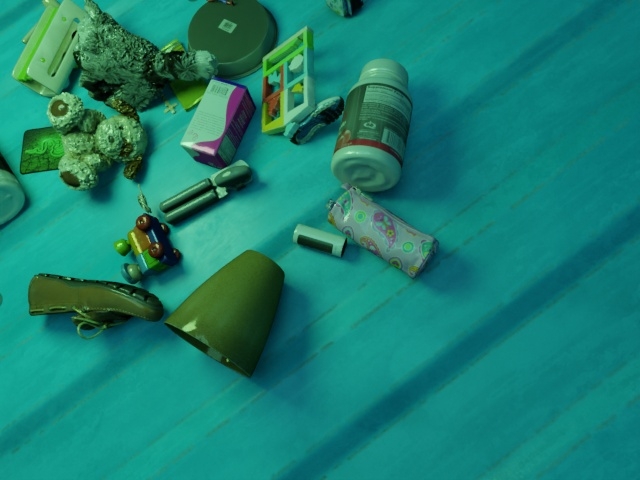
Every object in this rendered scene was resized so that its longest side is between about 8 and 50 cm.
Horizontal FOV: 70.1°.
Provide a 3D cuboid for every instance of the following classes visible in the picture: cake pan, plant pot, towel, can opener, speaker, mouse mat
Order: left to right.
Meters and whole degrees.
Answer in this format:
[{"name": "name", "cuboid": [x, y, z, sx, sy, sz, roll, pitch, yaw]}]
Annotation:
[{"name": "mouse mat", "cuboid": [-0.834, -0.284, 1.402, 0.189, 0.007, 0.153, -7, 74, 5]}, {"name": "towel", "cuboid": [-0.426, -0.508, 1.393, 0.102, 0.021, 0.237, -35, 73, 5]}, {"name": "can opener", "cuboid": [-0.316, -0.140, 1.253, 0.280, 0.093, 0.074, -29, 74, 4]}, {"name": "cake pan", "cuboid": [-0.277, -0.633, 1.395, 0.292, 0.054, 0.294, -2, 74, 7]}, {"name": "plant pot", "cuboid": [-0.202, 0.156, 1.099, 0.237, 0.237, 0.255, 25, 66, 13]}, {"name": "speaker", "cuboid": [0.000, 0.000, 1.184, 0.136, 0.055, 0.055, 17, 78, 11]}]

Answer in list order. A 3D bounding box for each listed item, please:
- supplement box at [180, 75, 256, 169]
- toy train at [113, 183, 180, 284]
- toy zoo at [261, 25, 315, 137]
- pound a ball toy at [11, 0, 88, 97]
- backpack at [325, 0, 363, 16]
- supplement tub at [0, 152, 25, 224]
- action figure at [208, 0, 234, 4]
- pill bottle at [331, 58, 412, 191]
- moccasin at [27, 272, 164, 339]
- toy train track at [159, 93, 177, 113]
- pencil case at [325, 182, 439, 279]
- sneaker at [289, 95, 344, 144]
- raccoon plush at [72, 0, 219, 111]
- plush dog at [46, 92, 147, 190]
[{"name": "supplement box", "cuboid": [-0.283, -0.325, 1.282, 0.111, 0.114, 0.220, 20, 77, 12]}, {"name": "toy train", "cuboid": [-0.498, -0.014, 1.235, 0.143, 0.105, 0.248, -32, 73, 4]}, {"name": "toy zoo", "cuboid": [-0.092, -0.421, 1.268, 0.192, 0.030, 0.294, -15, 69, 42]}, {"name": "pound a ball toy", "cuboid": [-0.838, -0.616, 1.446, 0.208, 0.135, 0.320, 10, 75, 37]}, {"name": "backpack", "cuboid": [0.058, -0.733, 1.349, 0.084, 0.105, 0.114, -42, 68, -6]}, {"name": "supplement tub", "cuboid": [-1.023, -0.210, 1.304, 0.207, 0.207, 0.338, -40, 73, -4]}, {"name": "action figure", "cuboid": [-0.315, -0.744, 1.388, 0.115, 0.030, 0.038, 15, 82, 14]}, {"name": "pill bottle", "cuboid": [0.141, -0.302, 1.174, 0.176, 0.176, 0.319, 9, 67, 10]}, {"name": "moccasin", "cuboid": [-0.586, 0.174, 1.177, 0.379, 0.139, 0.147, 6, 82, 7]}, {"name": "toy train track", "cuboid": [-0.465, -0.417, 1.383, 0.048, 0.014, 0.083, -36, 73, -3]}, {"name": "pencil case", "cuboid": [0.151, -0.025, 1.135, 0.284, 0.124, 0.124, 35, 82, 15]}, {"name": "sneaker", "cuboid": [-0.019, -0.347, 1.246, 0.190, 0.071, 0.083, -27, 57, 31]}, {"name": "raccoon plush", "cuboid": [-0.523, -0.568, 1.363, 0.445, 0.216, 0.300, -2, 65, -7]}, {"name": "plush dog", "cuboid": [-0.613, -0.282, 1.305, 0.225, 0.210, 0.263, -5, 102, -8]}]
